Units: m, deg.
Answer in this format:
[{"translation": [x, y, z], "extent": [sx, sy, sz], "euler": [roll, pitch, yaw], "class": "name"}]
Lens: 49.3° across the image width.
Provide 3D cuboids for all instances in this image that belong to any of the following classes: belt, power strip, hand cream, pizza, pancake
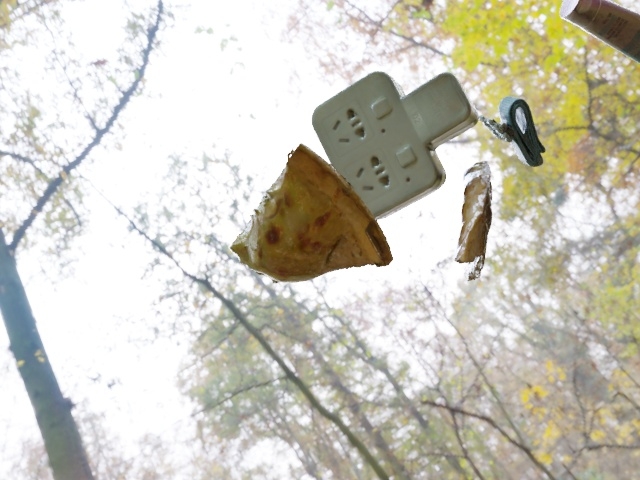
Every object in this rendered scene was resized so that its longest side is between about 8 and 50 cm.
[{"translation": [0.436, -0.230, 1.553], "extent": [0.100, 0.065, 0.179], "euler": [-38, -63, -4], "class": "belt"}, {"translation": [0.147, -0.186, 1.233], "extent": [0.261, 0.229, 0.141], "euler": [-29, -8, 19], "class": "power strip"}, {"translation": [0.657, -0.439, 1.486], "extent": [0.312, 0.070, 0.111], "euler": [20, -54, -13], "class": "hand cream"}, {"translation": [-0.009, 0.002, 0.937], "extent": [0.188, 0.204, 0.080], "euler": [-49, 8, 16], "class": "pizza"}, {"translation": [0.259, -0.042, 1.179], "extent": [0.257, 0.056, 0.212], "euler": [43, -126, -78], "class": "pancake"}]
